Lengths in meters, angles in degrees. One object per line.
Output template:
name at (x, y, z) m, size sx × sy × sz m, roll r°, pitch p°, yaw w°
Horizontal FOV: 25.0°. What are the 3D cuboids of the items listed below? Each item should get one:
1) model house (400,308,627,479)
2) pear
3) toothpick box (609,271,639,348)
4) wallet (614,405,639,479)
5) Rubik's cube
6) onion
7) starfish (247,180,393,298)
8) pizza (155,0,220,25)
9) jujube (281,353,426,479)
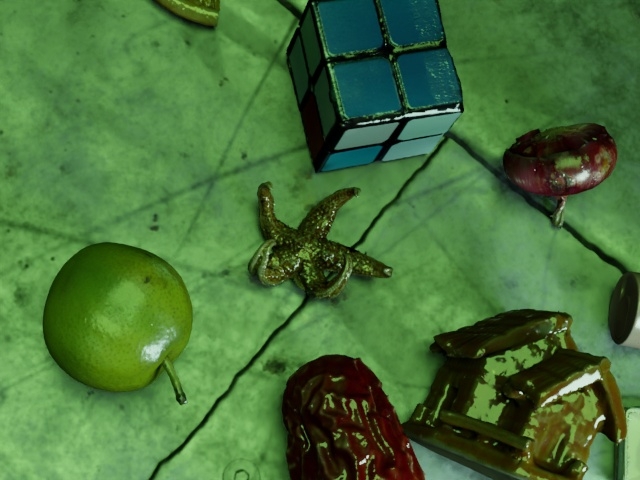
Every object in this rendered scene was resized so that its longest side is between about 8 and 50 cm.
model house at (0.246, 0.184, 1.764) m, size 0.220 × 0.199 × 0.229 m, roll 26°, pitch 74°, yaw -16°
pear at (-0.221, 0.104, 1.698) m, size 0.216 × 0.166 × 0.180 m, roll 38°, pitch 55°, yaw 16°
toothpick box at (0.462, 0.099, 1.874) m, size 0.149 × 0.098 × 0.098 m, roll 10°, pitch 72°, yaw -9°
wallet at (0.456, 0.271, 1.855) m, size 0.155 × 0.039 × 0.110 m, roll 7°, pitch 76°, yaw -9°
Rubik's cube at (0.066, -0.205, 1.844) m, size 0.167 × 0.180 × 0.183 m, roll -9°, pitch 78°, yaw -14°
onion at (0.320, -0.081, 1.901) m, size 0.150 × 0.150 × 0.140 m, roll -16°, pitch 108°, yaw -15°
starfish at (0.001, 0.000, 1.825) m, size 0.190 × 0.074 × 0.146 m, roll 15°, pitch 73°, yaw -7°
pizza at (-0.177, -0.361, 1.914) m, size 0.131 × 0.041 × 0.178 m, roll -32°, pitch 82°, yaw -20°
jujube at (0.034, 0.253, 1.723) m, size 0.155 × 0.155 × 0.230 m, roll -15°, pitch 69°, yaw -15°
